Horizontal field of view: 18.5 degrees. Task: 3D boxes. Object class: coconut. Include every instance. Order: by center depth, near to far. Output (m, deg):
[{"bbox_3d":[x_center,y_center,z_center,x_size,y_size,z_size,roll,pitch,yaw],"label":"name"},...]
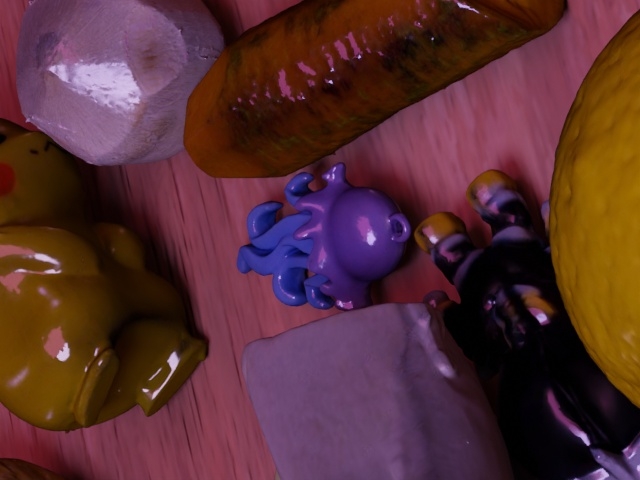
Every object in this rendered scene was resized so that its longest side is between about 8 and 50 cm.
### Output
[{"bbox_3d":[-0.165,-0.139,1.547,0.161,0.162,0.161,-4,83,39],"label":"coconut"}]

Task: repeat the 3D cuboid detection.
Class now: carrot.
[{"bbox_3d":[0.027,-0.133,1.421,0.302,0.114,0.114,-26,70,35],"label":"carrot"}]

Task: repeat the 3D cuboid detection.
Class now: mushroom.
[{"bbox_3d":[0.067,0.200,1.225,0.154,0.137,0.407,-30,55,14],"label":"mushroom"}]

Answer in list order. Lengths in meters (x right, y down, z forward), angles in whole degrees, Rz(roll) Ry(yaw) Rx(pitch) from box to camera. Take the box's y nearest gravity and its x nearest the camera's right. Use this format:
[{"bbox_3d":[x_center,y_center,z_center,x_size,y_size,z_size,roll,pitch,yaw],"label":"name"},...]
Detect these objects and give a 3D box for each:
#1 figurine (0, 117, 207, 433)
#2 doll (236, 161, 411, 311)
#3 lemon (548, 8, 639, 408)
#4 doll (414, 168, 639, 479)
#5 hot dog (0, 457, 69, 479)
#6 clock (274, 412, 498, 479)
[{"bbox_3d":[-0.238,0.015,1.588,0.169,0.218,0.327,-41,70,21],"label":"figurine"},{"bbox_3d":[0.000,0.000,1.465,0.206,0.067,0.110,-8,95,51],"label":"doll"},{"bbox_3d":[0.287,-0.012,1.059,0.336,0.336,0.336,-4,84,40],"label":"lemon"},{"bbox_3d":[0.157,0.088,1.293,0.145,0.103,0.316,-26,55,-4],"label":"doll"},{"bbox_3d":[-0.255,0.389,1.567,0.223,0.185,0.405,17,97,41],"label":"hot dog"},{"bbox_3d":[0.078,0.186,1.378,0.232,0.069,0.170,47,114,31],"label":"clock"}]
